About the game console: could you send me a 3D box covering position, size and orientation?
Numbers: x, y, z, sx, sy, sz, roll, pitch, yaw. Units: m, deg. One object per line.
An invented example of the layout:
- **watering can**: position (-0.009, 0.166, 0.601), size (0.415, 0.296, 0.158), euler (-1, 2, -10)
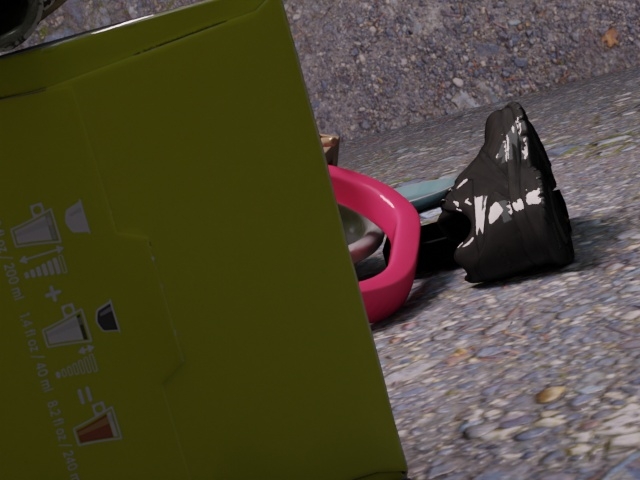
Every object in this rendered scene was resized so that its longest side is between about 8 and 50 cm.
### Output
- **game console**: position (0.186, -0.026, 1.783), size (0.213, 0.044, 0.361), euler (-15, 8, 7)

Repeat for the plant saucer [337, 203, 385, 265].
- **plant saucer**: position (-0.128, 0.006, 1.722), size (0.400, 0.100, 0.400), euler (5, 18, -2)

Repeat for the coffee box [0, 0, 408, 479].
- **coffee box**: position (-0.185, 0.037, 1.026), size (0.338, 0.337, 0.334), euler (-18, 10, -18)

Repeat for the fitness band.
- **fitness band**: position (0.000, 0.000, 1.545), size (0.209, 0.054, 0.291), euler (14, 28, 1)

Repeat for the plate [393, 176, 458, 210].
- **plate**: position (0.122, -0.057, 2.187), size (0.188, 0.024, 0.188), euler (-15, 7, 2)

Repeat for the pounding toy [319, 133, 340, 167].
- **pounding toy**: position (-0.035, -0.094, 1.735), size (0.130, 0.100, 0.141), euler (8, 17, 10)

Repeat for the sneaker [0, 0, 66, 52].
- **sneaker**: position (-0.226, -0.146, 0.873), size (0.182, 0.158, 0.410), euler (23, 24, 19)

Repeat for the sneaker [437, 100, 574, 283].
- **sneaker**: position (0.186, -0.055, 1.571), size (0.130, 0.109, 0.286), euler (-23, 25, 15)
